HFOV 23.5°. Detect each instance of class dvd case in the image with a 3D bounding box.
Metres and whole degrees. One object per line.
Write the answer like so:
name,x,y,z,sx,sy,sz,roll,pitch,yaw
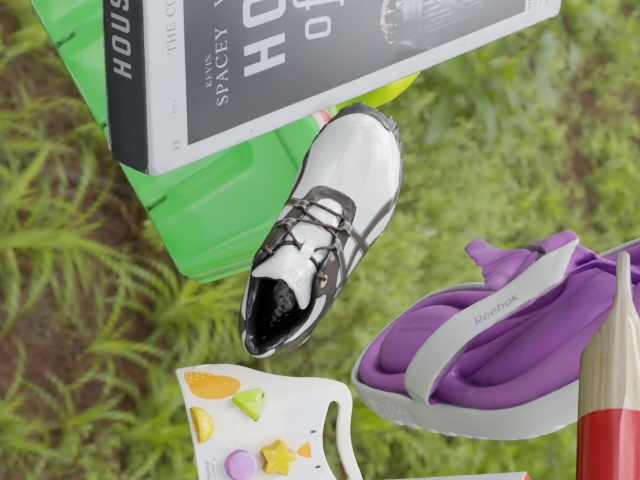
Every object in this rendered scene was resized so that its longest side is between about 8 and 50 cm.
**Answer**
dvd case,0.017,-0.142,0.575,0.238,0.029,0.179,-26,130,-39

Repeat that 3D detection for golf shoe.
golf shoe,0.000,0.000,1.079,0.094,0.077,0.198,-51,165,-74

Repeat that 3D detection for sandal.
sandal,0.120,0.054,1.064,0.102,0.416,0.169,45,61,-12

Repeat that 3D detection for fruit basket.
fruit basket,-0.028,-0.174,1.383,0.283,0.392,0.392,83,-6,-85

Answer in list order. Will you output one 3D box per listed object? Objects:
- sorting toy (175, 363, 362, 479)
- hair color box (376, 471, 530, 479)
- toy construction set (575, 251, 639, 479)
sorting toy,-0.020,0.094,0.683,0.045,0.075,0.083,-176,-103,-78
hair color box,0.085,0.236,1.217,0.053,0.167,0.093,64,37,-26
toy construction set,0.179,0.090,0.510,0.309,0.257,0.237,39,46,-42
